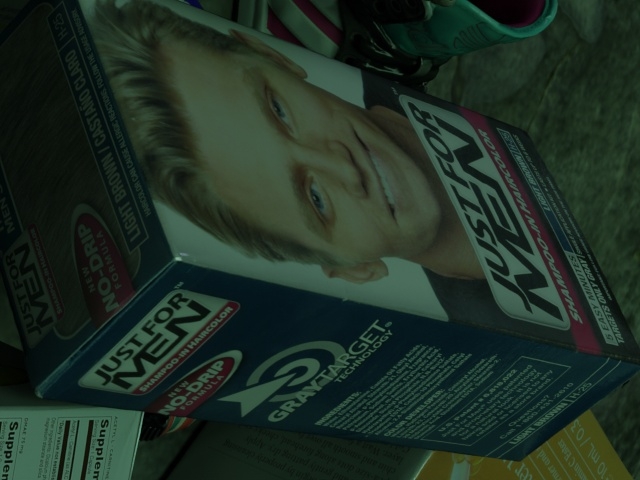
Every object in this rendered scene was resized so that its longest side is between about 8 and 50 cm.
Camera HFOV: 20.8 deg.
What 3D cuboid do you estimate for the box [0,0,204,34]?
[{"bbox_3d":[-0.127,-0.087,0.912,0.137,0.072,0.126,-53,133,-21],"label":"box"}]

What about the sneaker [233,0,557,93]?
[{"bbox_3d":[0.048,-0.113,1.010,0.124,0.178,0.295,-16,114,-43],"label":"sneaker"}]

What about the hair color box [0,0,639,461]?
[{"bbox_3d":[0.000,0.000,0.871,0.347,0.174,0.105,13,133,-46],"label":"hair color box"}]

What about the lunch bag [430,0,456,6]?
[{"bbox_3d":[0.025,-0.284,0.889,0.287,0.235,0.169,-55,140,-21],"label":"lunch bag"}]

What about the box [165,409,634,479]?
[{"bbox_3d":[0.018,0.212,1.087,0.345,0.168,0.215,-54,135,-20],"label":"box"}]

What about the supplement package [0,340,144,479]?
[{"bbox_3d":[-0.225,0.116,0.778,0.203,0.194,0.149,5,99,-48],"label":"supplement package"}]

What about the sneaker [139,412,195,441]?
[{"bbox_3d":[-0.079,0.037,1.024,0.075,0.057,0.161,1,100,-64],"label":"sneaker"}]
